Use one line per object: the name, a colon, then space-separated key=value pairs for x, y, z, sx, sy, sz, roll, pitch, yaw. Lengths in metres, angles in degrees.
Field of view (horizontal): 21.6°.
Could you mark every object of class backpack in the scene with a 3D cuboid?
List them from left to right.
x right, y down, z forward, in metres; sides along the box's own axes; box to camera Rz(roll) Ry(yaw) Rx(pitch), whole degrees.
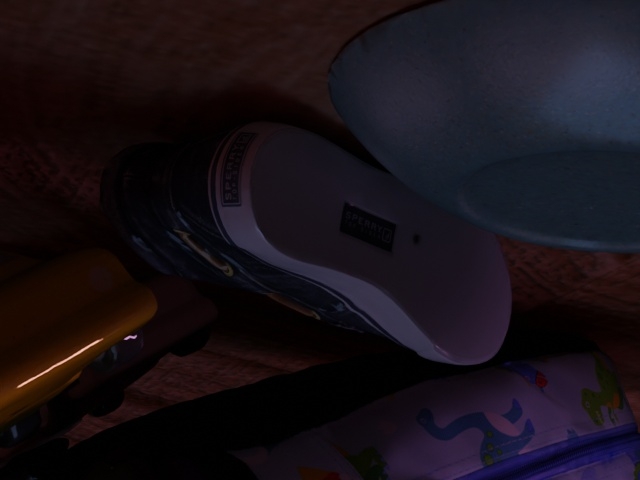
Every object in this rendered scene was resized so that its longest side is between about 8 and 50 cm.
backpack: x=0.017 y=0.166 z=0.827 sx=0.355 sy=0.273 sz=0.290 roll=-29 pitch=172 yaw=-45

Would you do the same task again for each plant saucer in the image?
plant saucer: x=0.097 y=-0.029 z=0.566 sx=0.195 sy=0.037 sz=0.195 roll=5 pitch=163 yaw=1

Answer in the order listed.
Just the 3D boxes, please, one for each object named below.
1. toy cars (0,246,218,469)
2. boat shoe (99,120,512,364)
toy cars: x=-0.142 y=0.048 z=0.729 sx=0.176 sy=0.087 sz=0.393 roll=-32 pitch=176 yaw=0
boat shoe: x=0.000 y=0.000 z=0.664 sx=0.083 sy=0.065 sz=0.183 roll=1 pitch=160 yaw=40
